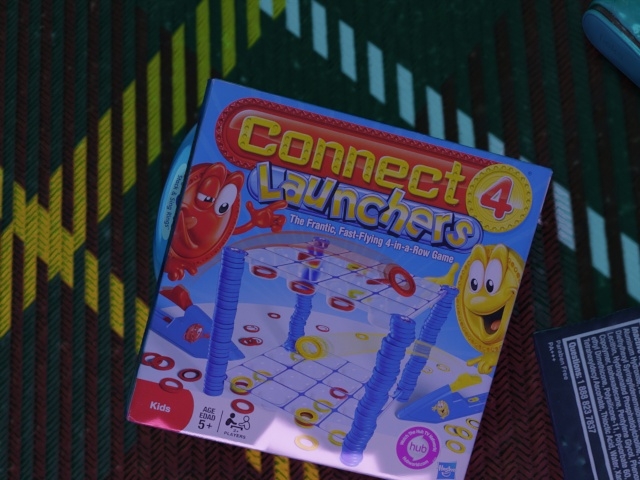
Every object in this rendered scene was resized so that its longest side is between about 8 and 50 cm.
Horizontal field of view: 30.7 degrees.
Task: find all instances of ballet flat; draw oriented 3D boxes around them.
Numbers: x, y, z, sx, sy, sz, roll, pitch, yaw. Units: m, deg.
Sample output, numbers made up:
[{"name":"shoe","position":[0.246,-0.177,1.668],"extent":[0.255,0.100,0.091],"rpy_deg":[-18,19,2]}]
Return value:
[{"name":"ballet flat","position":[0.349,-0.146,1.091],"extent":[0.087,0.083,0.247],"rpy_deg":[-31,72,-8]}]

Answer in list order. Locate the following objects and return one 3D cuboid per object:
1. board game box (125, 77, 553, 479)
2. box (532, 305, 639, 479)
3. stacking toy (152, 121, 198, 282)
[{"name":"board game box","position":[0.013,0.040,1.032],"extent":[0.308,0.086,0.301],"rpy_deg":[14,96,-8]},{"name":"box","position":[0.356,0.191,0.910],"extent":[0.294,0.183,0.296],"rpy_deg":[-18,62,21]},{"name":"stacking toy","position":[0.000,0.000,1.132],"extent":[0.302,0.166,0.175],"rpy_deg":[15,90,4]}]
